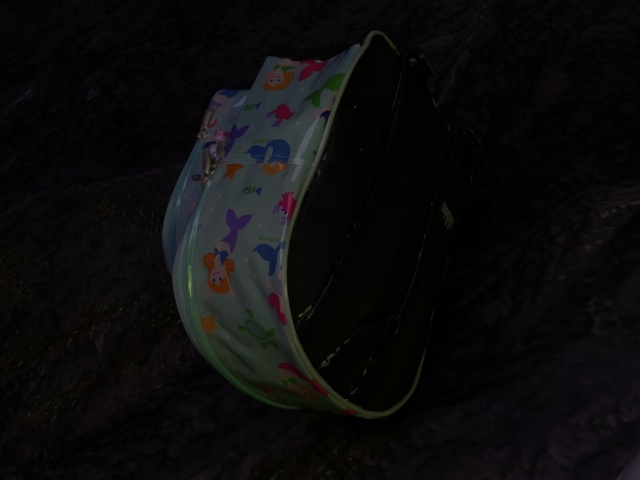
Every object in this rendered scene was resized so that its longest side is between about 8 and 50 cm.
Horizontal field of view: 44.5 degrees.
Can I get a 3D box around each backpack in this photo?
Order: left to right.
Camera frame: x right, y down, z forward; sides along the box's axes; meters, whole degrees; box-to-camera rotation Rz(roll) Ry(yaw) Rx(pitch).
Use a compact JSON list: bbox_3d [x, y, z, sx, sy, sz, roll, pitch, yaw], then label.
[{"bbox_3d":[0.000,0.000,0.590,0.191,0.225,0.253,-5,58,32],"label":"backpack"}]

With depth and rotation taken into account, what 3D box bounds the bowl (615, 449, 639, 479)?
[{"bbox_3d":[0.252,0.162,0.344,0.298,0.134,0.297,-16,43,16],"label":"bowl"}]
